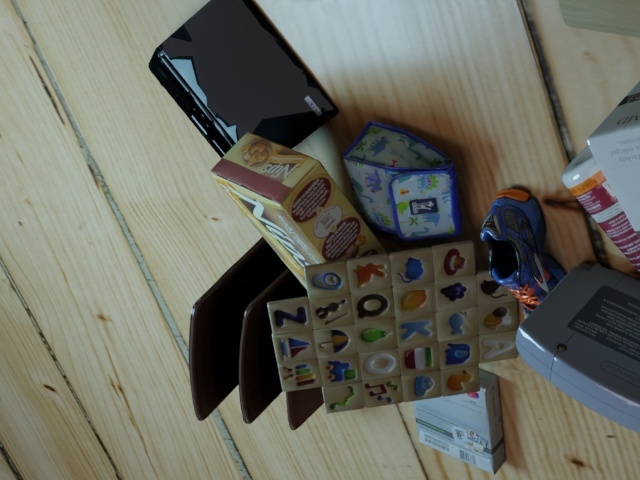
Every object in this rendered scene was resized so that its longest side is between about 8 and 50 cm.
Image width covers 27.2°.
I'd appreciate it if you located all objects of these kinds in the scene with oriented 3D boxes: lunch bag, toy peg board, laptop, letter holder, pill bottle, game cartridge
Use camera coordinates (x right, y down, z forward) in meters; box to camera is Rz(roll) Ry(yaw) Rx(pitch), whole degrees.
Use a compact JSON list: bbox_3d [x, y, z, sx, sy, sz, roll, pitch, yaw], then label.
[{"bbox_3d":[0.116,-0.072,1.761,0.151,0.096,0.128,17,143,27],"label":"lunch bag"},{"bbox_3d":[0.322,-0.293,1.357,0.161,0.079,0.160,17,151,36],"label":"toy peg board"},{"bbox_3d":[-0.121,-0.222,1.932,0.234,0.137,0.264,52,171,-6],"label":"laptop"},{"bbox_3d":[-0.090,0.179,2.118,0.152,0.214,0.301,30,142,23],"label":"letter holder"},{"bbox_3d":[0.386,-0.027,1.495,0.221,0.121,0.121,49,145,-3],"label":"pill bottle"},{"bbox_3d":[0.396,0.142,1.586,0.297,0.198,0.062,27,141,27],"label":"game cartridge"}]

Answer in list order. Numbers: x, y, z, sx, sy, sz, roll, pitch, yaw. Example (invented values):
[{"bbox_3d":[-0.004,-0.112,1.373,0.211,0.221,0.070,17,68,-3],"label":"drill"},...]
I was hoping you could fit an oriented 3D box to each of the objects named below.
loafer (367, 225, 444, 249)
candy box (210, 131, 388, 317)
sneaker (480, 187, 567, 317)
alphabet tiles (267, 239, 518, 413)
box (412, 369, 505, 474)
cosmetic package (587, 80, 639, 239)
[{"bbox_3d":[0.112,-0.015,1.852,0.148,0.056,0.050,11,126,40],"label":"loafer"},{"bbox_3d":[0.000,0.000,1.857,0.183,0.087,0.316,25,158,51],"label":"candy box"},{"bbox_3d":[0.261,0.043,1.726,0.083,0.087,0.221,-2,122,48],"label":"sneaker"},{"bbox_3d":[0.105,0.126,1.841,0.343,0.011,0.285,-8,129,0],"label":"alphabet tiles"},{"bbox_3d":[0.209,0.262,2.040,0.145,0.038,0.186,19,137,34],"label":"box"},{"bbox_3d":[0.403,-0.102,1.349,0.151,0.184,0.151,-12,115,50],"label":"cosmetic package"}]
